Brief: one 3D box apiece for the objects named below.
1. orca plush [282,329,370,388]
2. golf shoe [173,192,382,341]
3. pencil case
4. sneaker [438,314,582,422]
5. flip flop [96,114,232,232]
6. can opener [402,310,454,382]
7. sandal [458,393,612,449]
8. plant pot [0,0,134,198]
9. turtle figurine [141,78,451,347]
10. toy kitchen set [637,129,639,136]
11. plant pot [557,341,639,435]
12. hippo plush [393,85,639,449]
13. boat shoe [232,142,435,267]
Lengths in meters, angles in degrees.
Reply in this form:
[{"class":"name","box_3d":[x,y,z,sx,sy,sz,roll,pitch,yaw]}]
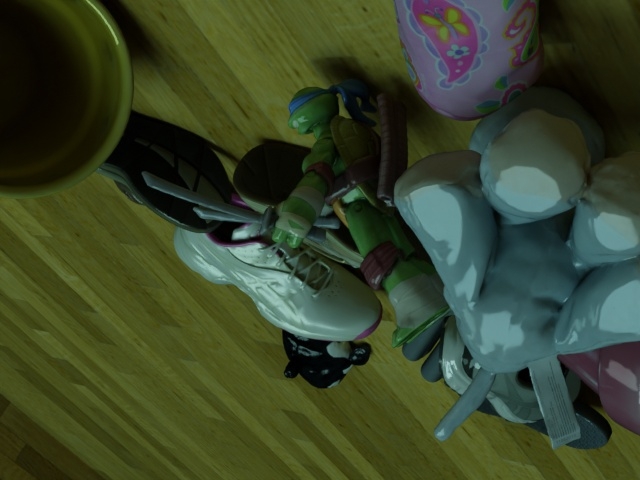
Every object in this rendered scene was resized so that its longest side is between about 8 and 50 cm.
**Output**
[{"class":"orca plush","box_3d":[-0.008,0.166,1.707,0.151,0.102,0.287,29,155,4]},{"class":"golf shoe","box_3d":[-0.056,0.030,1.509,0.306,0.115,0.140,26,151,6]},{"class":"pencil case","box_3d":[0.110,-0.219,0.868,0.124,0.124,0.284,19,152,23]},{"class":"sneaker","box_3d":[0.235,0.149,1.282,0.108,0.100,0.271,-2,165,35]},{"class":"flip flop","box_3d":[-0.229,-0.093,1.471,0.277,0.112,0.080,25,157,19]},{"class":"can opener","box_3d":[0.155,0.086,1.366,0.074,0.093,0.280,50,151,17]},{"class":"sandal","box_3d":[0.282,0.209,1.548,0.254,0.054,0.097,15,145,49]},{"class":"plant pot","box_3d":[-0.375,-0.185,1.326,0.254,0.254,0.239,45,165,-28]},{"class":"turtle figurine","box_3d":[0.000,0.000,1.151,0.266,0.275,0.198,53,158,10]},{"class":"toy kitchen set","box_3d":[0.323,-0.076,1.005,0.083,0.075,0.068,-56,51,33]},{"class":"plant pot","box_3d":[0.304,0.073,1.122,0.180,0.201,0.201,29,160,46]},{"class":"hippo plush","box_3d":[0.214,-0.009,0.995,0.234,0.236,0.294,-1,118,25]},{"class":"boat shoe","box_3d":[0.037,-0.022,1.322,0.302,0.109,0.098,21,159,30]}]
